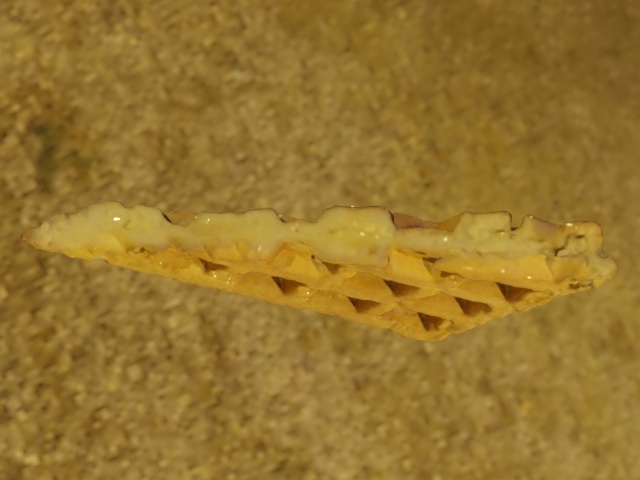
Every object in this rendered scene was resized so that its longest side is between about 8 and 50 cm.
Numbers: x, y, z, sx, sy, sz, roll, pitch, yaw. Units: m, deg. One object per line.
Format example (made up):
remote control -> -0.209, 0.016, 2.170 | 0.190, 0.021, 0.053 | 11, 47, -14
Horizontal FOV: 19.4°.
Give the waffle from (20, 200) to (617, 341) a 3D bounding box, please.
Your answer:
waffle -> 0.000, 0.000, 0.710 | 0.191, 0.125, 0.032 | 14, 71, -32
